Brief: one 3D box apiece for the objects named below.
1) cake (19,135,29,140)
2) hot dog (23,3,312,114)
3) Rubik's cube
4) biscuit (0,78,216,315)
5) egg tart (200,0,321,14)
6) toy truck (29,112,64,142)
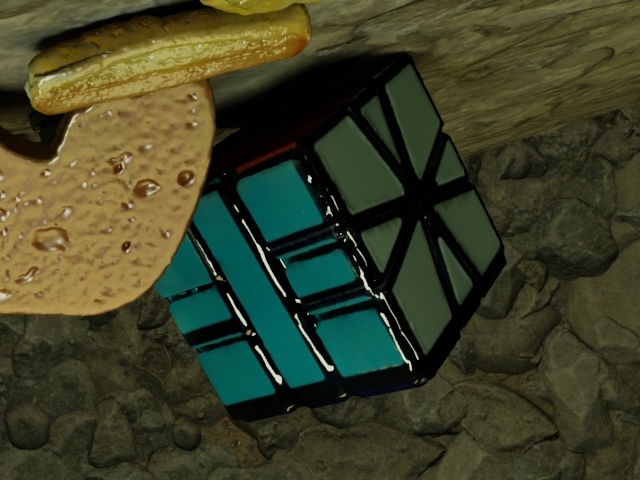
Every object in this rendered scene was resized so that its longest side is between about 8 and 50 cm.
[{"bbox_3d":[-0.341,-0.018,0.993,0.147,0.135,0.134,-21,179,-28],"label":"cake"},{"bbox_3d":[-0.110,-0.143,0.733,0.216,0.047,0.066,-17,161,-12],"label":"hot dog"},{"bbox_3d":[0.000,0.000,1.129,0.283,0.288,0.293,-17,-164,38],"label":"Rubik's cube"},{"bbox_3d":[-0.231,-0.053,0.811,0.277,0.052,0.262,3,124,-25],"label":"biscuit"},{"bbox_3d":[0.022,-0.170,0.387,0.241,0.105,0.241,-19,176,-1],"label":"egg tart"},{"bbox_3d":[-0.192,-0.089,0.953,0.092,0.083,0.192,-23,175,18],"label":"toy truck"}]
